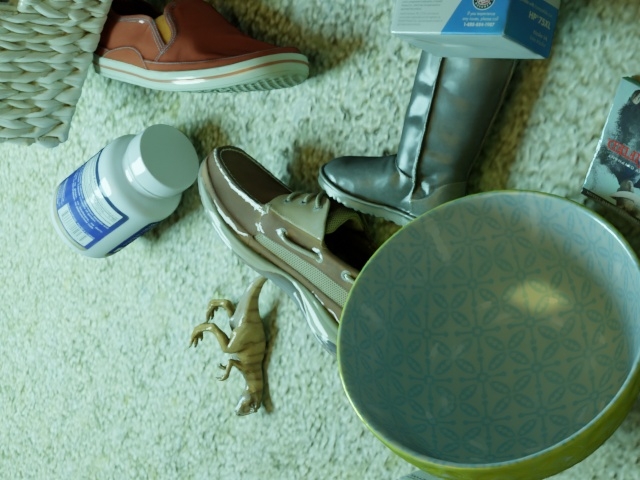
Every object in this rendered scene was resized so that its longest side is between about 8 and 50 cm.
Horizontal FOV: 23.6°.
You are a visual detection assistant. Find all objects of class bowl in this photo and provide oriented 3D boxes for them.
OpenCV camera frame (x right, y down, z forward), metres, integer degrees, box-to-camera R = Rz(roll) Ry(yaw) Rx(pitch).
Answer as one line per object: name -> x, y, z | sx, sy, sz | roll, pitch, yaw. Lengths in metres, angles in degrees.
bowl -> 0.174, 0.113, 1.416 | 0.289, 0.289, 0.156 | 31, 162, 36

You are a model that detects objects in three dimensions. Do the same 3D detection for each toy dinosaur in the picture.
toy dinosaur -> -0.088, 0.099, 1.771 | 0.112, 0.064, 0.211 | 16, 121, 22

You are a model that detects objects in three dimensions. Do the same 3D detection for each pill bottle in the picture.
pill bottle -> -0.230, -0.062, 1.824 | 0.186, 0.112, 0.112 | -31, 77, 43

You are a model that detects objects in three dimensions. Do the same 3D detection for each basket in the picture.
basket -> -0.446, -0.308, 1.785 | 0.331, 0.328, 0.266 | 61, 138, 42

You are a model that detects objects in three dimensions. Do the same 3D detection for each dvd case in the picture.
dvd case -> 0.289, -0.076, 1.383 | 0.087, 0.013, 0.119 | 35, 123, 34

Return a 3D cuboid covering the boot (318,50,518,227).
boot -> 0.094, -0.121, 1.521 | 0.189, 0.076, 0.208 | 21, 121, 24

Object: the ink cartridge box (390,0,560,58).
ink cartridge box -> 0.157, -0.286, 1.391 | 0.134, 0.078, 0.231 | 8, 83, 43

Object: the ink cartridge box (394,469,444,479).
ink cartridge box -> 0.141, 0.333, 1.577 | 0.127, 0.072, 0.175 | 16, 111, 41

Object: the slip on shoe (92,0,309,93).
slip on shoe -> -0.141, -0.219, 1.705 | 0.331, 0.123, 0.101 | 16, 106, 46

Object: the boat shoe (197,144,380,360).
boat shoe -> 0.000, 0.000, 1.621 | 0.324, 0.123, 0.116 | 45, 120, 20
